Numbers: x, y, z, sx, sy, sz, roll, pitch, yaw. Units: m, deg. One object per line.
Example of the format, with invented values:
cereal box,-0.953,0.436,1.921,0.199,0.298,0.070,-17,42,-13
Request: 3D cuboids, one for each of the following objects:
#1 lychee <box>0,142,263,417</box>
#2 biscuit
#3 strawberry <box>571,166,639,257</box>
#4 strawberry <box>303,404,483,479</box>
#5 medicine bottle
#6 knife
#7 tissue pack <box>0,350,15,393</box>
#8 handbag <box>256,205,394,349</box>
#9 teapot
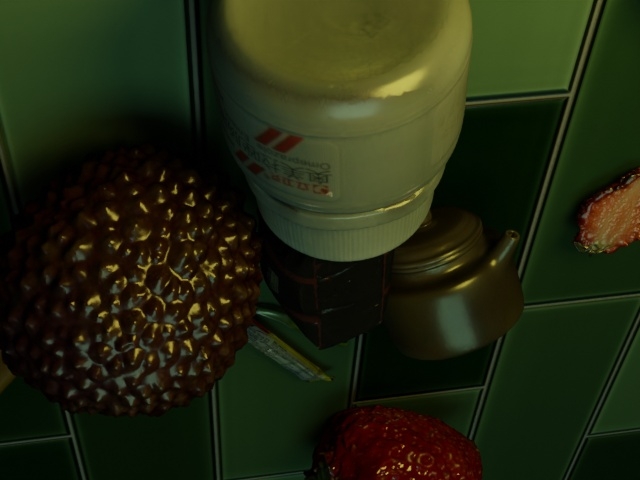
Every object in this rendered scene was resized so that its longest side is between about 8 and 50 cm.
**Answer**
lychee,-0.216,0.051,1.294,0.306,0.306,0.330,14,109,-29
biscuit,-0.070,0.151,1.669,0.048,0.026,0.292,-5,150,32
strawberry,0.390,-0.040,1.539,0.104,0.048,0.152,17,121,-23
strawberry,0.125,0.375,1.853,0.277,0.257,0.257,-14,145,-22
medicine bottle,0.021,-0.137,1.152,0.245,0.245,0.306,-10,149,-3
knife,-0.028,0.120,1.651,0.184,0.022,0.026,23,157,-36
tissue pack,-0.478,0.126,1.444,0.194,0.145,0.274,17,135,-35
handbag,0.000,0.000,1.386,0.155,0.169,0.215,-18,143,-15
teapot,0.139,0.033,1.477,0.268,0.185,0.175,-7,114,33
